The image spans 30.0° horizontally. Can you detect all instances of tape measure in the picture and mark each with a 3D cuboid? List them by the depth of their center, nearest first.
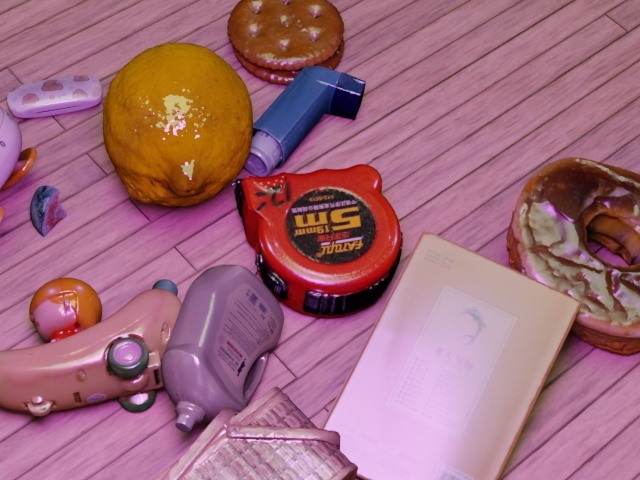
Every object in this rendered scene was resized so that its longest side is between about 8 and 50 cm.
[{"bbox_3d":[0.001,0.000,1.907,0.253,0.114,0.260,-8,59,-11],"label":"tape measure"}]

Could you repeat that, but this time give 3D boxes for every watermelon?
[{"bbox_3d":[-0.436,-0.055,1.942,0.061,0.085,0.085,13,45,-40],"label":"watermelon"}]

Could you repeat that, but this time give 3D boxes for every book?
[{"bbox_3d":[0.186,0.199,1.762,0.269,0.032,0.389,27,74,13],"label":"book"}]

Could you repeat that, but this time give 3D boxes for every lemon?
[{"bbox_3d":[-0.230,-0.185,1.936,0.245,0.245,0.319,-2,44,-7],"label":"lemon"}]

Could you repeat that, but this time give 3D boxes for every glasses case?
[{"bbox_3d":[-0.463,-0.251,2.087,0.164,0.041,0.063,-10,55,-13],"label":"glasses case"}]

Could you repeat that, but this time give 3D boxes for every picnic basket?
[{"bbox_3d":[-0.120,0.359,1.566,0.313,0.228,0.175,-36,67,-26],"label":"picnic basket"}]

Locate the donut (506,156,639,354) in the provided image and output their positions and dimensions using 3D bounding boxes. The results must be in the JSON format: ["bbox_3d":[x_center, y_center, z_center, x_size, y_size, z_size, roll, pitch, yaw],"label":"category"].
[{"bbox_3d":[0.456,0.023,1.917,0.330,0.160,0.330,2,66,-4],"label":"donut"}]

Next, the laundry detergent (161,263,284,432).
[{"bbox_3d":[-0.149,0.170,1.745,0.091,0.181,0.253,-8,45,36],"label":"laundry detergent"}]

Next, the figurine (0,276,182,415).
[{"bbox_3d":[-0.357,0.146,1.763,0.325,0.124,0.222,-12,56,-9],"label":"figurine"}]

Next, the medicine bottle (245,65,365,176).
[{"bbox_3d":[-0.032,-0.207,2.072,0.124,0.079,0.258,33,58,11],"label":"medicine bottle"}]

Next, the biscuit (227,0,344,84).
[{"bbox_3d":[-0.062,-0.381,2.205,0.221,0.066,0.220,2,54,-2],"label":"biscuit"}]

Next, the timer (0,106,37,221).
[{"bbox_3d":[-0.587,-0.137,1.866,0.240,0.233,0.233,43,48,-30],"label":"timer"}]
